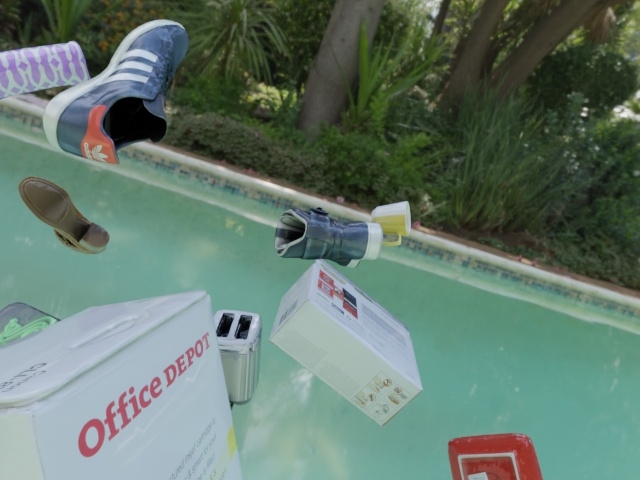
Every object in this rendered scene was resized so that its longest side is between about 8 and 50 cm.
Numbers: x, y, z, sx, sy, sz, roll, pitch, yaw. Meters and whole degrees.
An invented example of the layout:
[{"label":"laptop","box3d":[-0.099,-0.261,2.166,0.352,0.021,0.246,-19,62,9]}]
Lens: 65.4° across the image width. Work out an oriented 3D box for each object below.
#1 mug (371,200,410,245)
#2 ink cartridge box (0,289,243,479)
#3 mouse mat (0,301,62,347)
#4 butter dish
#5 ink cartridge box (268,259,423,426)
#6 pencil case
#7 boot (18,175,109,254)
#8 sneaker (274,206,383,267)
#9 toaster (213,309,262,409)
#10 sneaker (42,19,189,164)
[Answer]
[{"label":"mug","box3d":[0.124,-0.034,0.886,0.064,0.062,0.078,-1,28,18]},{"label":"ink cartridge box","box3d":[-0.189,0.267,0.456,0.160,0.385,0.279,-7,7,11]},{"label":"mouse mat","box3d":[-0.354,0.148,0.562,0.152,0.007,0.190,22,31,6]},{"label":"butter dish","box3d":[0.315,0.406,0.837,0.159,0.160,0.118,-24,-25,40]},{"label":"ink cartridge box","box3d":[0.060,0.208,1.118,0.309,0.130,0.272,40,17,-9]},{"label":"pencil case","box3d":[-0.534,-0.307,0.915,0.206,0.088,0.086,-20,22,-22]},{"label":"boot","box3d":[-0.525,-0.037,1.008,0.197,0.073,0.152,46,-30,-19]},{"label":"sneaker","box3d":[0.000,-0.002,0.863,0.163,0.086,0.226,5,-8,-8]},{"label":"toaster","box3d":[-0.194,0.249,1.084,0.129,0.147,0.227,6,18,-1]},{"label":"sneaker","box3d":[-0.311,-0.260,0.889,0.148,0.350,0.131,24,-30,10]}]
